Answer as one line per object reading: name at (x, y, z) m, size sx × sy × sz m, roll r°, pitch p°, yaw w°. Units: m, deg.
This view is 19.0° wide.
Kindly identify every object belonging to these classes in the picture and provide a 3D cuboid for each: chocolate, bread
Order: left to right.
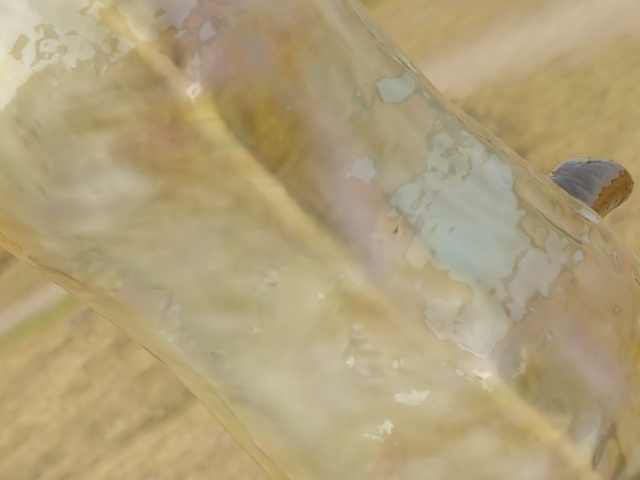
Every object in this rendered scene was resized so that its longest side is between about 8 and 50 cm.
chocolate at (0.000, 0.000, 0.563) m, size 0.134 × 0.309 × 0.134 m, roll -40°, pitch 19°, yaw 17°
bread at (0.143, -0.021, 1.095) m, size 0.047 × 0.036 × 0.083 m, roll 6°, pitch 25°, yaw 31°
